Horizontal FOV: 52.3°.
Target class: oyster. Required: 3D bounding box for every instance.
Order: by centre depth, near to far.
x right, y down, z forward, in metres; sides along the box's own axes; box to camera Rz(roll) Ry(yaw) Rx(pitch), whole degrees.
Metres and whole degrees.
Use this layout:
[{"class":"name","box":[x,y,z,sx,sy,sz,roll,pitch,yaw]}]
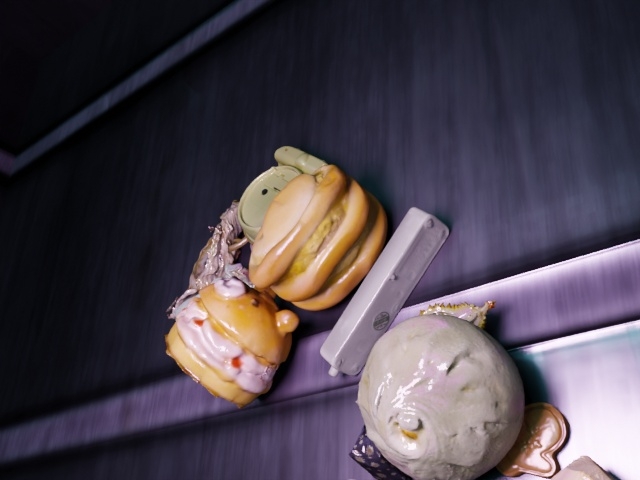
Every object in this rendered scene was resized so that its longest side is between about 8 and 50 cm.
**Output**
[{"class":"oyster","box":[-0.283,0.059,1.721,0.355,0.107,0.201,-63,9,2]}]

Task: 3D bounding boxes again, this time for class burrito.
[{"class":"burrito","box":[-0.246,0.164,1.625,0.229,0.144,0.089,-42,1,8]}]

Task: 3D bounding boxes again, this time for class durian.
[{"class":"durian","box":[0.236,0.177,1.177,0.146,0.102,0.208,44,97,18]}]

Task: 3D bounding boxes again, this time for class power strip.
[{"class":"power strip","box":[0.123,0.113,1.326,0.062,0.091,0.385,35,93,48]}]

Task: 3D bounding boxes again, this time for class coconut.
[{"class":"coconut","box":[0.377,0.383,0.934,0.122,0.116,0.116,-50,44,3]}]

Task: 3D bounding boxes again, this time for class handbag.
[{"class":"handbag","box":[0.119,0.360,1.197,0.072,0.115,0.139,-17,40,35]}]

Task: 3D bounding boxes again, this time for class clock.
[{"class":"clock","box":[-0.103,-0.077,1.597,0.308,0.096,0.235,-52,45,-8]}]

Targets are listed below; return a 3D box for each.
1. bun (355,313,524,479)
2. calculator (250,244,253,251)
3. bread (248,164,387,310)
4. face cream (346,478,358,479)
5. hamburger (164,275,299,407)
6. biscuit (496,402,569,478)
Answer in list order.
[{"class":"bun","box":[0.184,0.260,1.042,0.283,0.179,0.284,0,90,18]},{"class":"calculator","box":[-0.121,0.034,1.630,0.100,0.032,0.175,-40,47,16]},{"class":"bread","box":[0.000,0.000,1.387,0.211,0.270,0.316,34,86,32]},{"class":"face cream","box":[0.059,0.494,1.157,0.104,0.117,0.117,40,96,37]},{"class":"hamburger","box":[-0.179,0.203,1.430,0.237,0.276,0.276,-50,44,1]},{"class":"biscuit","box":[0.342,0.331,1.058,0.140,0.023,0.118,-46,44,12]}]
